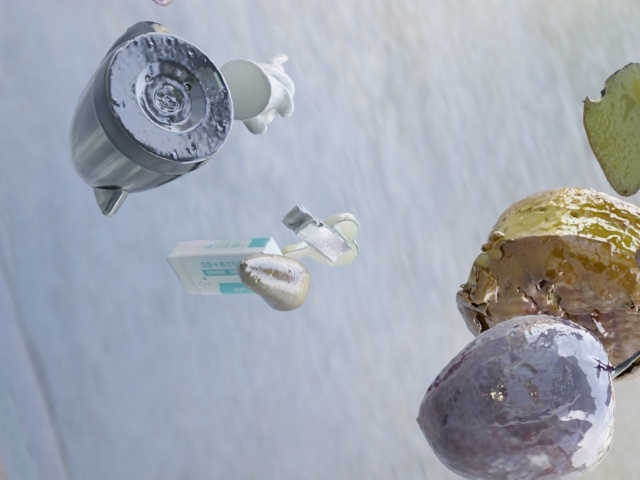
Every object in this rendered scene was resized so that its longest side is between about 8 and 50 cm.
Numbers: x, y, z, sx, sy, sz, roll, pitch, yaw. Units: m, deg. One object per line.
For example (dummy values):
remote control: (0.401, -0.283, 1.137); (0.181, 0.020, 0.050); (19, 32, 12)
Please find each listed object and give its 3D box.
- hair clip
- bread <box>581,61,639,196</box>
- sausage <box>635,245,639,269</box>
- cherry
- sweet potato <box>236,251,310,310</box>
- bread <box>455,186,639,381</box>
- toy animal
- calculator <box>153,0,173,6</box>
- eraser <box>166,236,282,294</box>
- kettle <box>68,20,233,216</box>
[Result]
hair clip: (-0.003, 0.001, 2.586); (0.218, 0.159, 0.071); (34, 23, -51)
bread: (0.461, -0.167, 1.821); (0.169, 0.140, 0.160); (-22, 76, -45)
sausage: (0.468, 0.103, 1.578); (0.078, 0.078, 0.304); (47, 14, -40)
cherry: (0.241, 0.191, 1.498); (0.183, 0.266, 0.213); (-102, -178, -57)
sweet potato: (-0.069, 0.063, 2.036); (0.079, 0.108, 0.346); (-63, 178, -7)
bread: (0.393, 0.072, 1.980); (0.337, 0.358, 0.204); (110, -3, -50)
toy animal: (-0.089, -0.245, 2.139); (0.131, 0.104, 0.221); (41, 18, 3)
calculator: (-0.292, -0.500, 2.196); (0.194, 0.043, 0.294); (49, 23, -20)
eraser: (-0.161, 0.046, 2.300); (0.052, 0.225, 0.095); (-58, 131, -38)
kettle: (-0.291, -0.177, 1.928); (0.207, 0.271, 0.250); (-30, 89, -39)
